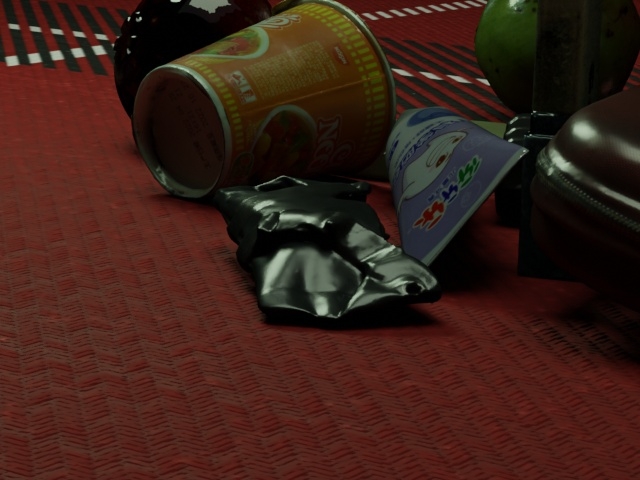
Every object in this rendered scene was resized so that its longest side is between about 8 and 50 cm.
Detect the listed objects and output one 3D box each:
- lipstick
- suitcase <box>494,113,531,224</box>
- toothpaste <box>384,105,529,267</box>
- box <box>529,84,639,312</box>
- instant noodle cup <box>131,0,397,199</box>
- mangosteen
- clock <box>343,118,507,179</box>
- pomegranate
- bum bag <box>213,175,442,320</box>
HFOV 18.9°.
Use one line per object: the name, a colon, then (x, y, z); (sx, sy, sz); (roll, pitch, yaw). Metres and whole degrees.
lipstick: (0.172, -0.131, 1.349); (0.051, 0.312, 0.051); (6, 13, 20)
suitcase: (0.290, -0.054, 1.595); (0.285, 0.066, 0.206); (3, 13, 7)
toothpaste: (0.100, -0.046, 1.474); (0.080, 0.125, 0.371); (40, 8, -9)
box: (0.303, -0.029, 1.288); (0.263, 0.108, 0.404); (24, 22, 22)
instant noodle cup: (-0.056, -0.113, 1.637); (0.168, 0.168, 0.185); (13, 24, 41)
mangosteen: (-0.097, -0.162, 1.820); (0.199, 0.200, 0.200); (2, 13, 0)
clock: (0.098, -0.085, 1.802); (0.235, 0.029, 0.235); (0, 11, 0)
pomegranate: (0.250, -0.210, 2.088); (0.181, 0.182, 0.224); (1, -7, -6)
bum bag: (0.000, 0.000, 1.320); (0.123, 0.060, 0.248); (-1, 13, -13)
